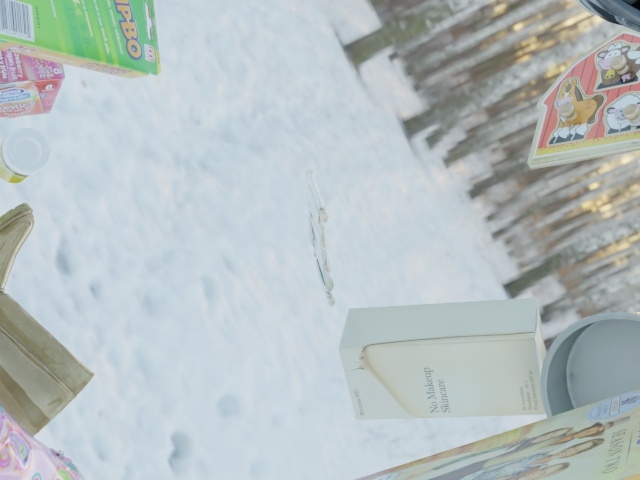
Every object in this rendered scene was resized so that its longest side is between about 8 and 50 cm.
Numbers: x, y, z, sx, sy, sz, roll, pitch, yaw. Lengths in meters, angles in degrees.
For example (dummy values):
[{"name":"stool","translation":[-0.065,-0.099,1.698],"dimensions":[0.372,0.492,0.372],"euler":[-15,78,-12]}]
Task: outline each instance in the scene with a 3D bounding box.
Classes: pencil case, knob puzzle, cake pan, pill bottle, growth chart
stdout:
[{"name":"pencil case","translation":[-0.401,0.289,1.428],"dimensions":[0.284,0.124,0.124],"euler":[65,7,-57]},{"name":"knob puzzle","translation":[0.332,-0.179,1.293],"dimensions":[0.030,0.213,0.213],"euler":[44,22,-34]},{"name":"cake pan","translation":[0.450,0.225,1.551],"dimensions":[0.054,0.293,0.293],"euler":[-30,97,-46]},{"name":"pill bottle","translation":[-0.415,-0.112,1.531],"dimensions":[0.116,0.065,0.065],"euler":[-15,-79,61]},{"name":"growth chart","translation":[0.000,0.000,1.892],"dimensions":[0.172,0.021,0.237],"euler":[-107,-172,-45]}]

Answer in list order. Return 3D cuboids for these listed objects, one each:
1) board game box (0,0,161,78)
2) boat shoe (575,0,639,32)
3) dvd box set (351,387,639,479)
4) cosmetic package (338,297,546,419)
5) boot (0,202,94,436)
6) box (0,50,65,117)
[{"name":"board game box","translation":[-0.253,-0.241,1.134],"dimensions":[0.259,0.039,0.124],"euler":[1,82,-59]},{"name":"boat shoe","translation":[0.217,-0.302,0.882],"dimensions":[0.156,0.187,0.500],"euler":[42,9,35]},{"name":"dvd box set","translation":[0.171,0.199,0.883],"dimensions":[0.062,0.420,0.307],"euler":[69,20,2]},{"name":"cosmetic package","translation":[0.199,0.191,1.780],"dimensions":[0.113,0.309,0.160],"euler":[-72,151,-55]},{"name":"boot","translation":[-0.436,0.114,1.650],"dimensions":[0.269,0.236,0.089],"euler":[47,-14,-7]},{"name":"box","translation":[-0.459,-0.316,1.603],"dimensions":[0.128,0.122,0.257],"euler":[-38,-116,60]}]
